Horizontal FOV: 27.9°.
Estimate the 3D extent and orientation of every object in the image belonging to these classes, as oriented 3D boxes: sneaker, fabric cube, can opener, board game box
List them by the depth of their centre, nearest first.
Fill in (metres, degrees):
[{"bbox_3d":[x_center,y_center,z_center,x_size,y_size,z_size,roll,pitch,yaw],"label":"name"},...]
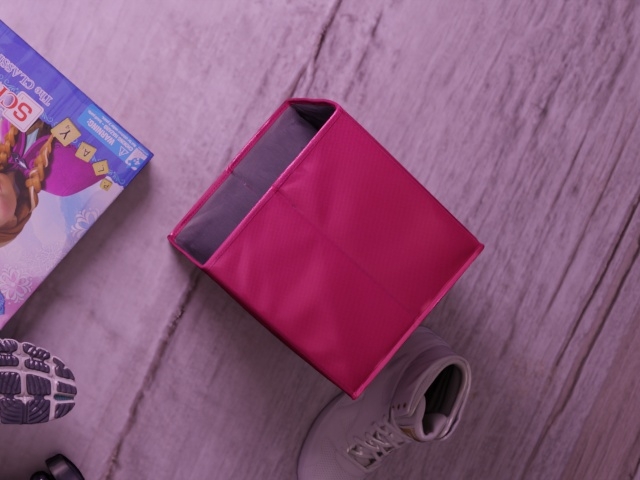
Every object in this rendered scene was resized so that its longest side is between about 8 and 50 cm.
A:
[{"bbox_3d":[-0.429,-0.093,1.595,0.319,0.066,0.318,41,86,-17],"label":"board game box"},{"bbox_3d":[-0.444,0.180,1.612,0.275,0.110,0.107,3,77,-11],"label":"sneaker"},{"bbox_3d":[0.000,0.000,1.632,0.258,0.254,0.259,42,85,-17],"label":"fabric cube"},{"bbox_3d":[-0.322,0.372,1.697,0.073,0.059,0.186,-28,105,0],"label":"can opener"},{"bbox_3d":[0.085,0.253,1.739,0.108,0.169,0.292,37,88,-19],"label":"sneaker"}]
